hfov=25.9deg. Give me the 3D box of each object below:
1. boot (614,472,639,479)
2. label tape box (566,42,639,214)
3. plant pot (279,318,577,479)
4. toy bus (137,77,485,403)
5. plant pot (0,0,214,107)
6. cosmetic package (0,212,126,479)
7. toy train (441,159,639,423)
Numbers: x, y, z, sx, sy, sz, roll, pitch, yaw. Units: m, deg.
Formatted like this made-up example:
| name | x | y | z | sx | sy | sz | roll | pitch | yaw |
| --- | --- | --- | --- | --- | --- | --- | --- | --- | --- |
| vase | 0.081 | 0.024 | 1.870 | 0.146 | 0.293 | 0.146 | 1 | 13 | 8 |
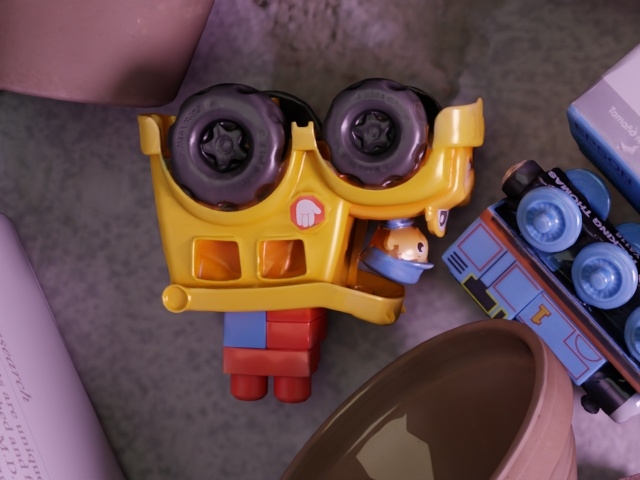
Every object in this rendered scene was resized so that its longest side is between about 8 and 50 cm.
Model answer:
| name | x | y | z | sx | sy | sz | roll | pitch | yaw |
| --- | --- | --- | --- | --- | --- | --- | --- | --- | --- |
| boot | 0.154 | 0.288 | 0.861 | 0.248 | 0.090 | 0.207 | -35 | 60 | 7 |
| label tape box | 0.364 | -0.094 | 0.851 | 0.347 | 0.115 | 0.249 | -41 | 71 | 6 |
| plant pot | 0.074 | 0.170 | 0.849 | 0.237 | 0.237 | 0.110 | -42 | 107 | 4 |
| toy bus | 0.000 | 0.000 | 0.923 | 0.220 | 0.149 | 0.211 | -2 | 92 | 12 |
| plant pot | -0.164 | -0.216 | 0.966 | 0.263 | 0.263 | 0.229 | 12 | 100 | 17 |
| cosmetic package | -0.350 | 0.157 | 0.843 | 0.329 | 0.393 | 0.327 | -30 | 74 | 7 |
| toy train | 0.169 | 0.035 | 0.888 | 0.184 | 0.080 | 0.105 | 49 | 124 | 11 |
